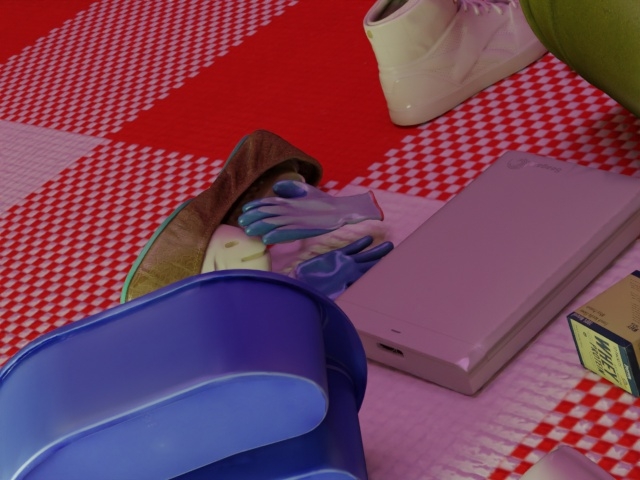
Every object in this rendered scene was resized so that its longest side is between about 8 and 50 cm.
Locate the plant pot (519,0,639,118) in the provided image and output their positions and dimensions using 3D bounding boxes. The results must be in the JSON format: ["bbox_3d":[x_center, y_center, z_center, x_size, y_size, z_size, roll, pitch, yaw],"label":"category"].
[{"bbox_3d":[0.425,-0.225,1.534,0.367,0.366,0.353,-22,41,-1],"label":"plant pot"}]

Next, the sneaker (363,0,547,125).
[{"bbox_3d":[0.184,-0.284,1.936,0.292,0.169,0.108,-34,29,-24],"label":"sneaker"}]

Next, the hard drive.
[{"bbox_3d":[0.170,0.022,1.544,0.203,0.040,0.307,17,48,44],"label":"hard drive"}]

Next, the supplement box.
[{"bbox_3d":[0.277,0.080,1.361,0.083,0.056,0.083,-31,30,-17],"label":"supplement box"}]

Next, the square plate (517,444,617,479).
[{"bbox_3d":[0.128,0.310,0.986,0.344,0.049,0.347,-45,33,-7],"label":"square plate"}]

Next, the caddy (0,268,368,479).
[{"bbox_3d":[-0.119,0.163,1.307,0.341,0.241,0.179,-21,35,2],"label":"caddy"}]

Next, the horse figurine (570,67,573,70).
[{"bbox_3d":[0.367,-0.318,1.954,0.174,0.066,0.263,-34,33,20],"label":"horse figurine"}]

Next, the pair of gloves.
[{"bbox_3d":[0.000,0.000,1.652,0.159,0.023,0.198,-8,45,-10],"label":"pair of gloves"}]

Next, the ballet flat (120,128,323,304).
[{"bbox_3d":[-0.091,-0.009,1.744,0.124,0.116,0.342,14,37,20],"label":"ballet flat"}]
